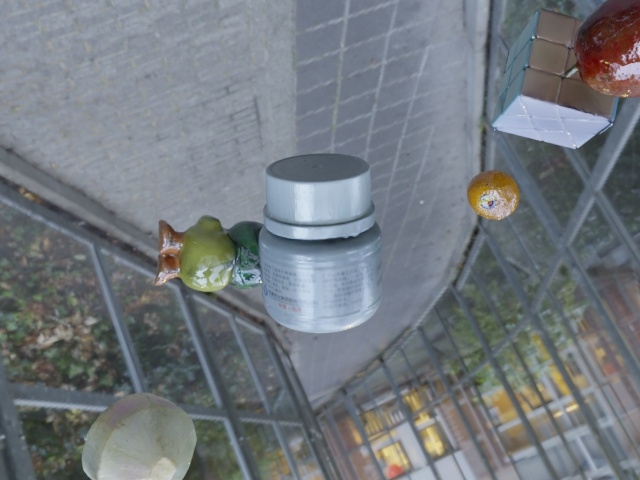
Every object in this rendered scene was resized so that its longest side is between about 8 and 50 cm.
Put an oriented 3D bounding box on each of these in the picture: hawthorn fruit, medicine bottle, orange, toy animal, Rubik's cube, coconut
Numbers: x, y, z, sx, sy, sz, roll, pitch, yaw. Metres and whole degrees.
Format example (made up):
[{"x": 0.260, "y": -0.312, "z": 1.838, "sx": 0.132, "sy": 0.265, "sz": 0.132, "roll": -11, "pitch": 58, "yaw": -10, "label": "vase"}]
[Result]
[{"x": 0.582, "y": -0.362, "z": 1.327, "sx": 0.261, "sy": 0.224, "sz": 0.224, "roll": -19, "pitch": 165, "yaw": 20, "label": "hawthorn fruit"}, {"x": 0.000, "y": 0.000, "z": 1.407, "sx": 0.245, "sy": 0.245, "sz": 0.306, "roll": -15, "pitch": 115, "yaw": -30, "label": "medicine bottle"}, {"x": 0.447, "y": -0.120, "z": 1.852, "sx": 0.135, "sy": 0.135, "sz": 0.117, "roll": -37, "pitch": -176, "yaw": 32, "label": "orange"}, {"x": -0.267, "y": 0.046, "z": 1.909, "sx": 0.338, "sy": 0.191, "sz": 0.216, "roll": 1, "pitch": 114, "yaw": -17, "label": "toy animal"}, {"x": 0.556, "y": -0.368, "z": 1.671, "sx": 0.221, "sy": 0.224, "sz": 0.231, "roll": 15, "pitch": 170, "yaw": 0, "label": "Rubik's cube"}, {"x": -0.376, "y": 0.435, "z": 1.495, "sx": 0.237, "sy": 0.237, "sz": 0.197, "roll": -33, "pitch": 124, "yaw": 23, "label": "coconut"}]
